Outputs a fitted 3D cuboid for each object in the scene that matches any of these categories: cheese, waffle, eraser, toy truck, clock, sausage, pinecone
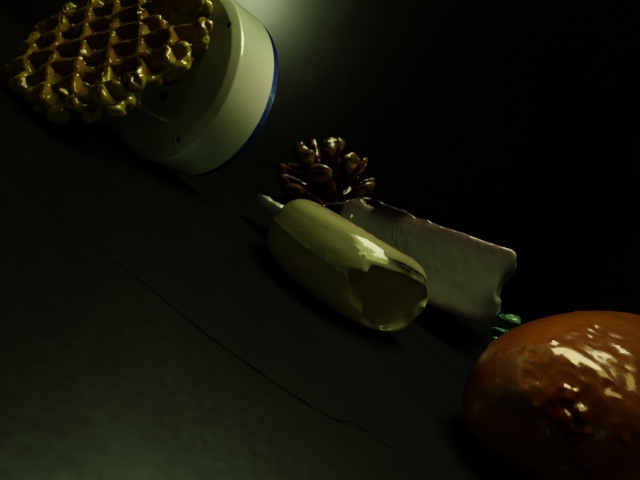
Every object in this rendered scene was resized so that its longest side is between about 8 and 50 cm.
[{"bbox_3d":[0.000,0.000,0.537,0.163,0.082,0.286,29,7,-35],"label":"cheese"},{"bbox_3d":[-0.230,-0.219,0.514,0.228,0.232,0.051,29,-22,27],"label":"waffle"},{"bbox_3d":[0.199,0.041,0.826,0.272,0.122,0.359,23,4,21],"label":"eraser"},{"bbox_3d":[0.318,0.177,0.786,0.078,0.080,0.154,5,6,2],"label":"toy truck"},{"bbox_3d":[-0.167,-0.203,0.599,0.230,0.230,0.083,37,9,34],"label":"clock"},{"bbox_3d":[0.218,0.118,0.364,0.258,0.133,0.133,3,23,-34],"label":"sausage"},{"bbox_3d":[0.011,-0.121,0.998,0.228,0.201,0.202,8,-18,23],"label":"pinecone"}]
